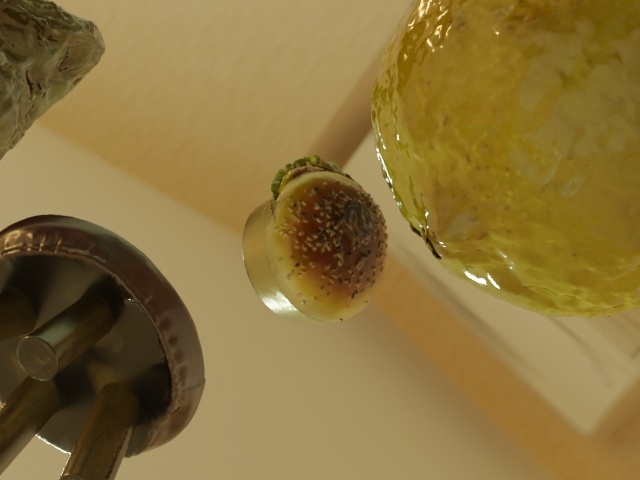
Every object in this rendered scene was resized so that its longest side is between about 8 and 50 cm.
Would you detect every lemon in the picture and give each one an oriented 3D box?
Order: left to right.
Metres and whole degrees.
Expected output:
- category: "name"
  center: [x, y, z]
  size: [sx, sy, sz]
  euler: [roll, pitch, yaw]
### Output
- category: "lemon"
  center: [0.177, -0.098, 1.087]
  size: [0.268, 0.322, 0.268]
  euler: [38, 163, 13]

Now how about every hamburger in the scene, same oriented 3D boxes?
- category: "hamburger"
  center: [0.000, 0.000, 1.401]
  size: [0.126, 0.081, 0.141]
  euler: [35, -128, -30]

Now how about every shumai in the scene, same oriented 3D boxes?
- category: "shumai"
  center: [-0.409, -0.134, 1.885]
  size: [0.304, 0.263, 0.309]
  euler: [11, 166, -15]

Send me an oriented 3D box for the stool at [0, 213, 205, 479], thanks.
- category: "stool"
  center: [-0.266, 0.129, 1.641]
  size: [0.272, 0.272, 0.178]
  euler: [38, -141, 5]
